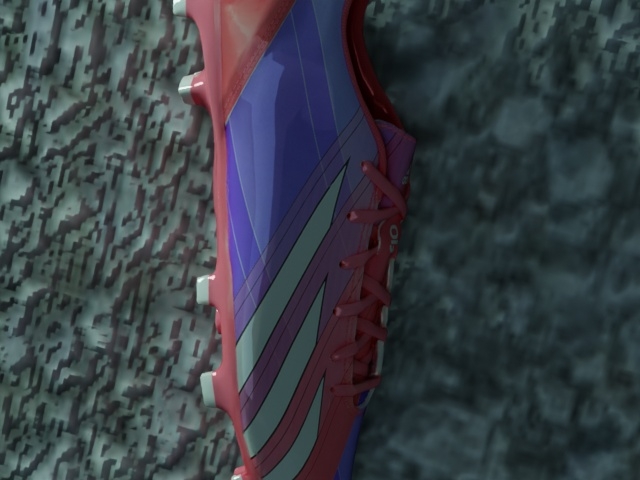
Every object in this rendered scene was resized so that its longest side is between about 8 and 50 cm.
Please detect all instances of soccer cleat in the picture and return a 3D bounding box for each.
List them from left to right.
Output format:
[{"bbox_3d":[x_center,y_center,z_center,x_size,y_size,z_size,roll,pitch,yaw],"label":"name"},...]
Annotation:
[{"bbox_3d":[0.000,0.000,0.778,0.095,0.083,0.248,-5,99,10],"label":"soccer cleat"}]
